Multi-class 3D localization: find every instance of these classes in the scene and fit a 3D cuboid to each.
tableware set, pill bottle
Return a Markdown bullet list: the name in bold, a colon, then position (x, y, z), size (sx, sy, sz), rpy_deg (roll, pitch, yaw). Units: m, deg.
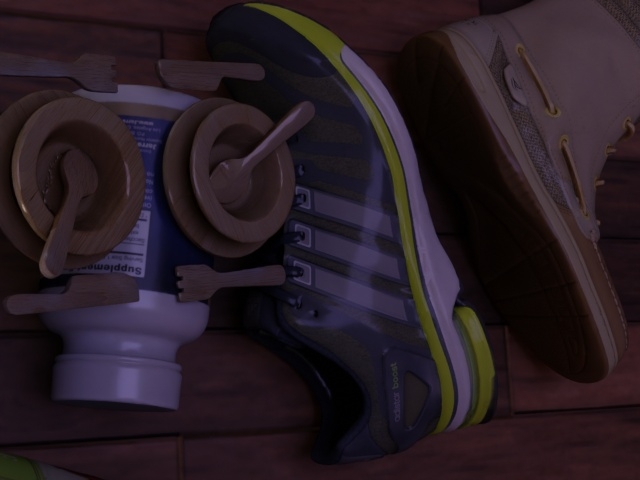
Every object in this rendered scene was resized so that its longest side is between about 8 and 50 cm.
- **tableware set**: position (-0.077, -0.032, 0.625), size (0.194, 0.039, 0.128), rpy_deg (-5, 89, -48)
- **pill bottle**: position (-0.105, 0.007, 0.689), size (0.094, 0.094, 0.169), rpy_deg (10, 77, -28)

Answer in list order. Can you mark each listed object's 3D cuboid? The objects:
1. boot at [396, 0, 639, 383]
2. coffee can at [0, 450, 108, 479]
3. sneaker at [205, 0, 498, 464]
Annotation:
- **boot**: position (0.188, -0.054, 0.873), size (0.203, 0.095, 0.262), rpy_deg (-28, 92, -32)
- **coffee can**: position (-0.151, 0.199, 0.568), size (0.275, 0.201, 0.201), rpy_deg (22, 72, -25)
- **sneaker**: position (0.000, 0.000, 0.748), size (0.121, 0.111, 0.300), rpy_deg (-28, 94, -27)
